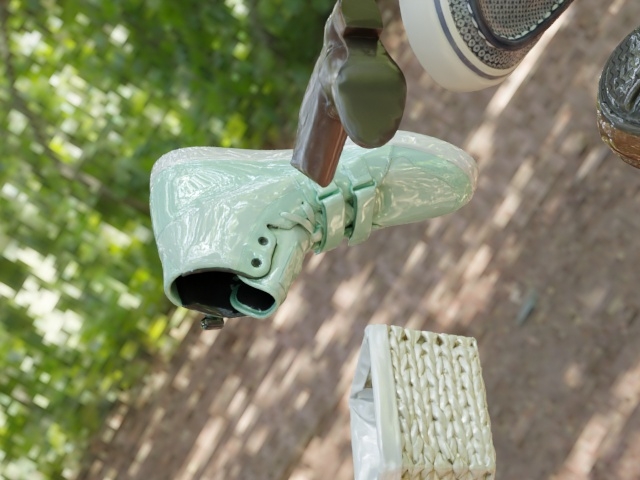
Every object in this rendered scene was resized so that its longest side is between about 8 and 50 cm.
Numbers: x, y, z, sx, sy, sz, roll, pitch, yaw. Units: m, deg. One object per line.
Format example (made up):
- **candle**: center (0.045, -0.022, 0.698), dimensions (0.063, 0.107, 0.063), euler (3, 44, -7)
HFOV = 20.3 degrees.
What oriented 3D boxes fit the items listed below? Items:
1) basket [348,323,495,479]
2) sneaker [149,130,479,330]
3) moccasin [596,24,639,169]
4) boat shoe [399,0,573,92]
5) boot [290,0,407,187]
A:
- **basket**: center (0.086, 0.169, 1.549), dimensions (0.167, 0.103, 0.113), euler (-93, 11, -45)
- **sneaker**: center (0.000, 0.000, 1.358), dimensions (0.094, 0.256, 0.151), euler (87, 178, -48)
- **moccasin**: center (0.348, -0.065, 1.004), dimensions (0.147, 0.380, 0.139), euler (71, -159, -58)
- **boat shoe**: center (0.171, -0.242, 1.103), dimensions (0.158, 0.127, 0.340), euler (-10, 47, 45)
- **boot**: center (0.010, -0.057, 0.943), dimensions (0.114, 0.037, 0.106), euler (114, 160, -48)
